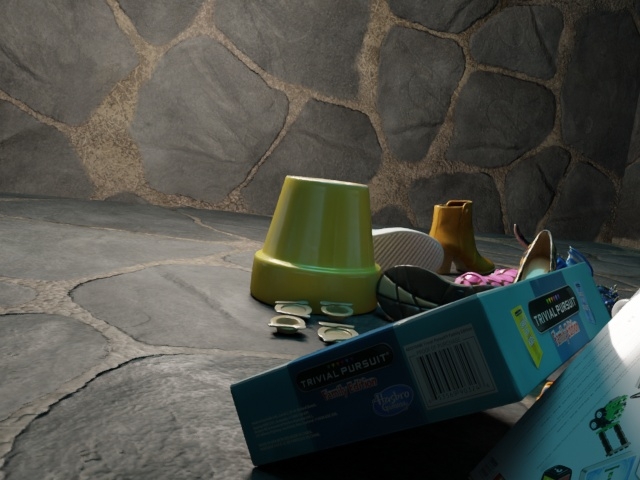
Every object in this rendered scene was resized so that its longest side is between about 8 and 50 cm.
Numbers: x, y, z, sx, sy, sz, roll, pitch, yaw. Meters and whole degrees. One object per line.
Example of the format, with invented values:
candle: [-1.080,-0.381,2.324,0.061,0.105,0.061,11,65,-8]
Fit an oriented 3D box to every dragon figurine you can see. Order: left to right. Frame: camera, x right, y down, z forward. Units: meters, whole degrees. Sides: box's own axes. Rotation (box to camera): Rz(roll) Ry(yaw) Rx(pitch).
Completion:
dragon figurine: [0.560,0.064,1.336,0.144,0.289,0.085,-31,-8,19]

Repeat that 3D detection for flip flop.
flip flop: [0.234,0.116,1.067,0.277,0.112,0.080,7,-19,20]

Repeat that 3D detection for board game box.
board game box: [0.119,0.110,0.591,0.254,0.079,0.336,-26,-13,33]
board game box: [0.251,0.112,0.400,0.053,0.305,0.193,42,2,-11]

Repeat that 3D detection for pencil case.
pencil case: [0.366,0.104,1.273,0.209,0.095,0.098,1,44,-48]

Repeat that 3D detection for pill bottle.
pill bottle: [0.682,0.156,1.257,0.117,0.065,0.065,3,8,-29]

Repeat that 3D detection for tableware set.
tableware set: [-0.010,0.127,0.967,0.141,0.020,0.168,5,14,-1]

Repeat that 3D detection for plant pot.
plant pot: [0.000,0.000,1.164,0.254,0.238,0.254,7,7,-1]

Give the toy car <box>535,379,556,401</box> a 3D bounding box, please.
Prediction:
toy car: [0.308,0.198,0.693,0.060,0.040,0.122,1,9,-38]

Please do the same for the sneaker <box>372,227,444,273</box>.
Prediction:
sneaker: [0.136,0.020,1.535,0.366,0.135,0.150,5,11,-19]

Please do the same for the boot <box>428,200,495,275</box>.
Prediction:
boot: [0.426,-0.010,1.721,0.295,0.211,0.104,1,10,-40]

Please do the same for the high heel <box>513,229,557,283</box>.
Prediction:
high heel: [0.414,0.075,1.155,0.093,0.186,0.261,10,8,22]
